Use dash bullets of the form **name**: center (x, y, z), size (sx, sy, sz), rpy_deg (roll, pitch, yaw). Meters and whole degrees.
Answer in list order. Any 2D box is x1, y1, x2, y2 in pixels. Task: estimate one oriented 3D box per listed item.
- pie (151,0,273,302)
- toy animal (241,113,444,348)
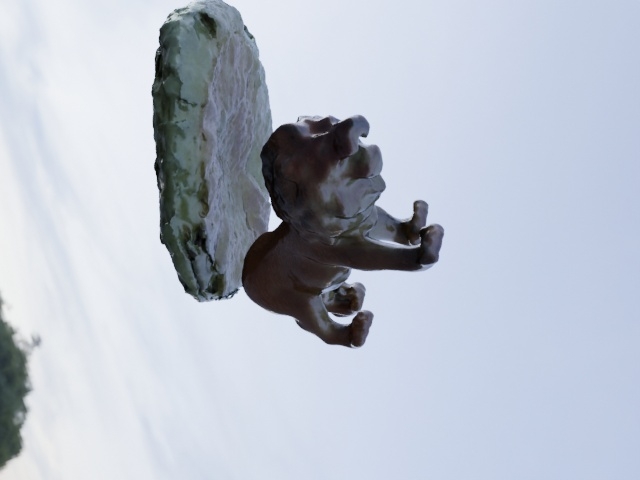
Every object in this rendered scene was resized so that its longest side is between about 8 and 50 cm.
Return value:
- **pie**: center (-0.102, -0.080, 0.941), size (0.306, 0.071, 0.306), rpy_deg (2, 90, -77)
- **toy animal**: center (0.000, 0.000, 0.811), size (0.312, 0.158, 0.097), rpy_deg (126, -13, -55)
